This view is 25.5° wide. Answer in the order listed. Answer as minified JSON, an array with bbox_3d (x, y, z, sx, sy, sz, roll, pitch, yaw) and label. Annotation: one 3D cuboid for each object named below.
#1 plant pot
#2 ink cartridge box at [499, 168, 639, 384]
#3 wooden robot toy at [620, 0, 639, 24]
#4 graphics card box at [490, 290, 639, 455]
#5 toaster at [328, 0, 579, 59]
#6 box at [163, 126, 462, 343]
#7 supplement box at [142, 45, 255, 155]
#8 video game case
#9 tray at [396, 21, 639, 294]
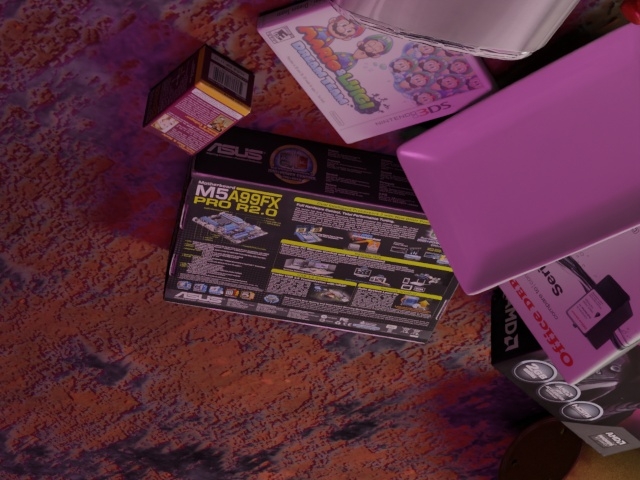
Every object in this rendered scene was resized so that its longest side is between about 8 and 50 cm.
[{"bbox_3d":[0.323,0.321,1.620,0.237,0.237,0.254,-26,121,37],"label":"plant pot"},{"bbox_3d":[0.251,0.009,1.210,0.087,0.153,0.208,-24,163,-38],"label":"ink cartridge box"},{"bbox_3d":[0.237,-0.203,0.983,0.079,0.076,0.173,56,170,-7],"label":"wooden robot toy"},{"bbox_3d":[0.377,0.086,1.367,0.371,0.094,0.233,-20,138,32],"label":"graphics card box"},{"bbox_3d":[0.103,-0.212,0.949,0.227,0.129,0.146,11,149,-12],"label":"toaster"},{"bbox_3d":[0.000,0.000,1.319,0.270,0.060,0.216,9,144,-7],"label":"box"},{"bbox_3d":[-0.101,-0.115,1.180,0.055,0.043,0.083,29,138,-31],"label":"supplement box"},{"bbox_3d":[0.049,-0.146,1.139,0.143,0.019,0.157,-14,140,25],"label":"video game case"},{"bbox_3d":[0.189,-0.062,1.140,0.270,0.145,0.030,-27,178,44],"label":"tray"}]
